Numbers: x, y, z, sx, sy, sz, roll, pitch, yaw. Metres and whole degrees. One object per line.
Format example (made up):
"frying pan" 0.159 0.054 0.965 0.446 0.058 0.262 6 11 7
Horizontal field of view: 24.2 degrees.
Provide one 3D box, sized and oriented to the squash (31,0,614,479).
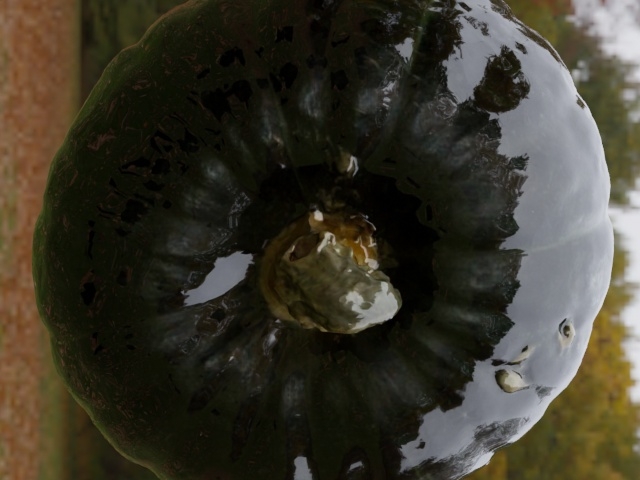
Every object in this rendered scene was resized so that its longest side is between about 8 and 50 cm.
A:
"squash" 0.000 -0.001 0.495 0.156 0.193 0.193 -19 113 -63
